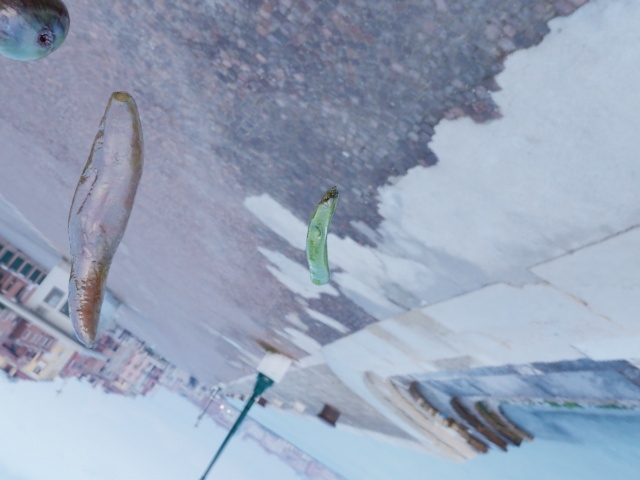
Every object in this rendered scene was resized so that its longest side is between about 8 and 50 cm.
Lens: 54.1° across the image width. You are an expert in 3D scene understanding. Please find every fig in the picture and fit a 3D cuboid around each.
[{"bbox_3d":[-0.556,-0.424,1.115,0.245,0.149,0.149,44,168,21],"label":"fig"}]

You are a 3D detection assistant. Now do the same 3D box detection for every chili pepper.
[{"bbox_3d":[0.000,0.000,1.029,0.050,0.052,0.201,-3,133,-8],"label":"chili pepper"}]

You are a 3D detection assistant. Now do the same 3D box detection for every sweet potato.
[{"bbox_3d":[-0.223,-0.024,0.642,0.058,0.255,0.078,10,-174,-38],"label":"sweet potato"}]
